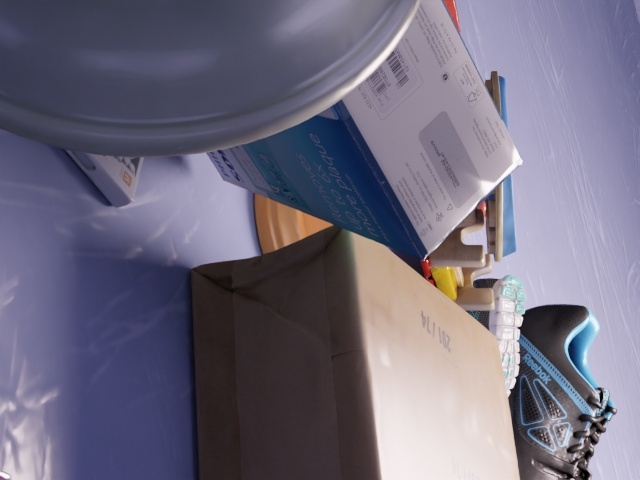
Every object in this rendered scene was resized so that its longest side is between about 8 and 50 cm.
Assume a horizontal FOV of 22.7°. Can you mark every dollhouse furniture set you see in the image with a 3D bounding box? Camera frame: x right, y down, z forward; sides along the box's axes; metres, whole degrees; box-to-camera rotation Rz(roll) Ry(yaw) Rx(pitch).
[{"bbox_3d":[0.093,-0.103,1.771,0.374,0.152,0.201,71,17,-49],"label":"dollhouse furniture set"}]

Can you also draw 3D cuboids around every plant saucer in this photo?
[{"bbox_3d":[0.000,0.000,1.589,0.200,0.037,0.200,44,36,-46],"label":"plant saucer"},{"bbox_3d":[-0.119,-0.243,1.081,0.100,0.401,0.400,97,-7,-58],"label":"plant saucer"}]

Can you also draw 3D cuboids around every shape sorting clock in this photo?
[{"bbox_3d":[0.186,-0.079,1.718,0.206,0.040,0.206,-4,90,-83],"label":"shape sorting clock"}]

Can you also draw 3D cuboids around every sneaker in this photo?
[{"bbox_3d":[0.194,0.121,1.889,0.065,0.076,0.166,13,87,-46],"label":"sneaker"},{"bbox_3d":[0.282,0.235,1.907,0.125,0.140,0.340,31,49,-60],"label":"sneaker"}]

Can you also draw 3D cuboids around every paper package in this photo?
[{"bbox_3d":[0.043,0.183,1.404,0.325,0.168,0.309,35,43,-53],"label":"paper package"}]

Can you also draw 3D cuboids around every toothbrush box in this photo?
[{"bbox_3d":[-0.010,-0.133,1.287,0.126,0.295,0.216,-43,126,-17],"label":"toothbrush box"}]

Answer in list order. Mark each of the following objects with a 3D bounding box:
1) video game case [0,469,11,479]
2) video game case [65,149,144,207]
[{"bbox_3d":[-0.248,0.184,0.969,0.157,0.019,0.143,41,39,-48],"label":"video game case"},{"bbox_3d":[-0.190,-0.150,1.303,0.173,0.022,0.190,53,31,-38],"label":"video game case"}]
